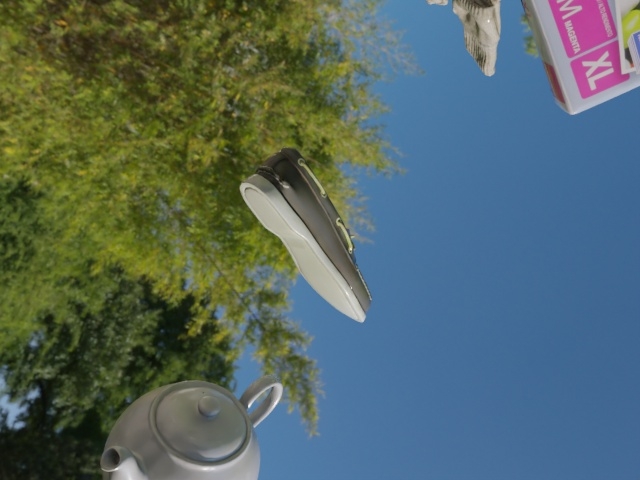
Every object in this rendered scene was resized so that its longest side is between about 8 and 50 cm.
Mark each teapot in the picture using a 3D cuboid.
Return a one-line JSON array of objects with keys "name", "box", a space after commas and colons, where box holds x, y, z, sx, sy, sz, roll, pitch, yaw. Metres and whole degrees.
[{"name": "teapot", "box": [-0.188, 0.301, 0.945, 0.256, 0.253, 0.187, -93, -153, -58]}]

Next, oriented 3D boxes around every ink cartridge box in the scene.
[{"name": "ink cartridge box", "box": [0.321, -0.254, 0.512, 0.311, 0.185, 0.065, -24, -156, 14]}]

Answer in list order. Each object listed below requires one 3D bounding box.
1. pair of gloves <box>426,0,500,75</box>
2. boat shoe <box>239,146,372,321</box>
[{"name": "pair of gloves", "box": [0.179, -0.360, 0.889, 0.042, 0.204, 0.240, -31, -107, 2]}, {"name": "boat shoe", "box": [0.003, 0.001, 0.926, 0.109, 0.305, 0.091, 13, -125, 50]}]
